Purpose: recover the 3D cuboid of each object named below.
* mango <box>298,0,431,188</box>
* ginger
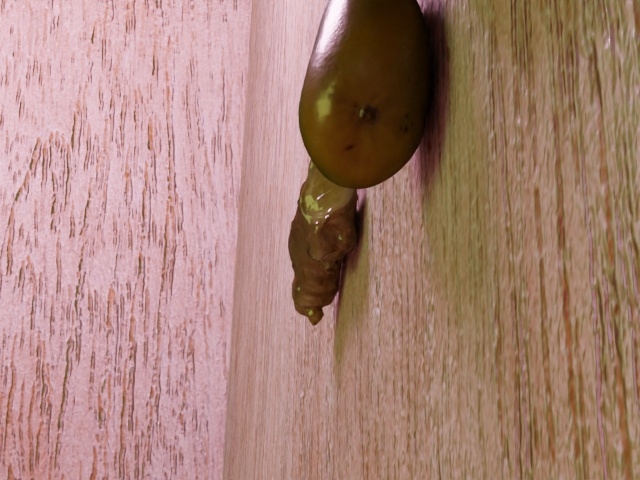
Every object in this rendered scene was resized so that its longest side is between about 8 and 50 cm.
[{"bbox_3d":[0.047,-0.156,1.132,0.156,0.114,0.251,90,-169,-50],"label":"mango"},{"bbox_3d":[0.000,-0.005,1.472,0.213,0.074,0.137,96,174,-54],"label":"ginger"}]
